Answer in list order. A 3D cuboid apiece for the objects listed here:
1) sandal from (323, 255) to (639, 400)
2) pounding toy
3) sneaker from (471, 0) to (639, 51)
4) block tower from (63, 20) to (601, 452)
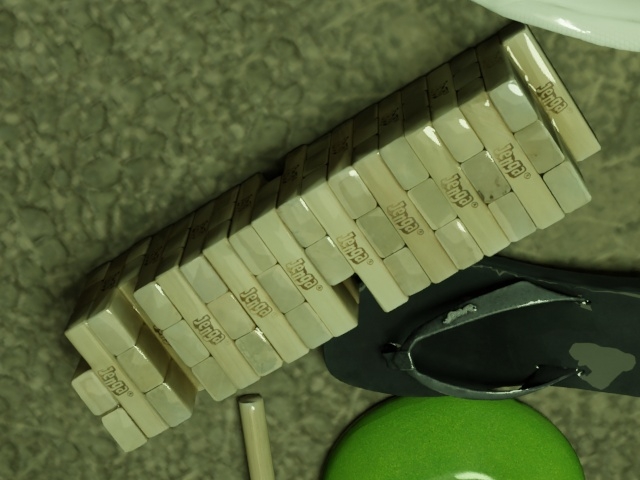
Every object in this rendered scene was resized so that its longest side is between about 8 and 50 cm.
[{"bbox_3d":[0.120,0.058,0.831,0.254,0.054,0.097,-2,113,15],"label":"sandal"},{"bbox_3d":[0.061,0.198,0.882,0.236,0.110,0.183,0,114,3],"label":"pounding toy"},{"bbox_3d":[0.110,-0.170,0.739,0.212,0.080,0.094,20,102,-5],"label":"sneaker"},{"bbox_3d":[0.000,0.000,0.806,0.335,0.097,0.091,-31,110,14],"label":"block tower"}]
